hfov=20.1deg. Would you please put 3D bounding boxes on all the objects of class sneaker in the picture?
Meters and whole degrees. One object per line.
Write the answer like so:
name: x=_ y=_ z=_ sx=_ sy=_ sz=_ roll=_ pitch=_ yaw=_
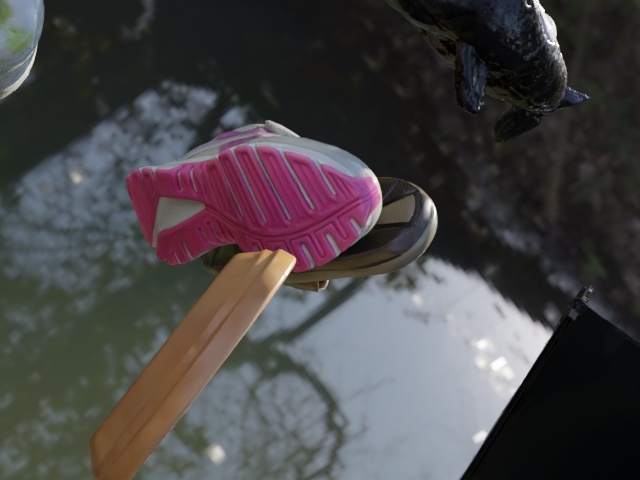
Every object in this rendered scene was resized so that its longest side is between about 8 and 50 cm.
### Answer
sneaker: x=-0.036 y=-0.045 z=1.358 sx=0.111 sy=0.252 sz=0.103 roll=-31 pitch=112 yaw=-35

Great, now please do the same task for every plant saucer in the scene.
plant saucer: x=-0.090 y=0.080 z=1.176 sx=0.037 sy=0.200 sz=0.200 roll=37 pitch=28 yaw=-2

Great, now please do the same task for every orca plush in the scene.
orca plush: x=0.111 y=-0.139 z=1.385 sx=0.287 sy=0.151 sz=0.102 roll=58 pitch=46 yaw=-60

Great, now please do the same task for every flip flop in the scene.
flip flop: x=0.000 y=0.000 z=1.474 sx=0.080 sy=0.277 sz=0.112 roll=44 pitch=63 yaw=-33

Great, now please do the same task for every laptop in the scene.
laptop: x=0.194 y=0.174 z=1.393 sx=0.136 sy=0.234 sz=0.264 roll=33 pitch=8 yaw=8

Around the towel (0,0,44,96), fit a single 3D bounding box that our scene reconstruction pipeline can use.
towel: x=-0.284 y=-0.256 z=1.083 sx=0.374 sy=0.090 sz=0.320 roll=60 pitch=-6 yaw=-6
